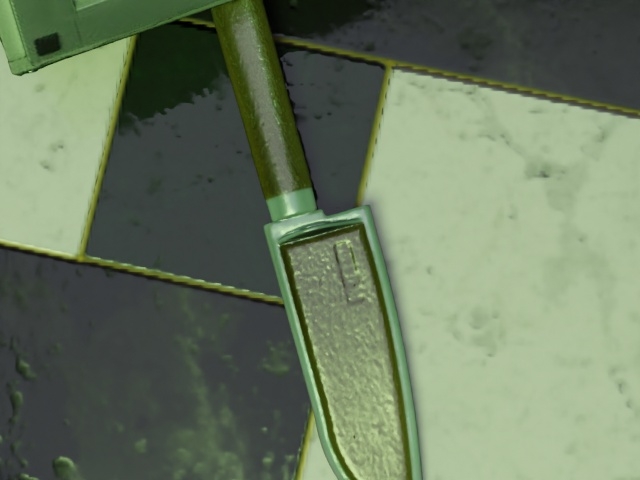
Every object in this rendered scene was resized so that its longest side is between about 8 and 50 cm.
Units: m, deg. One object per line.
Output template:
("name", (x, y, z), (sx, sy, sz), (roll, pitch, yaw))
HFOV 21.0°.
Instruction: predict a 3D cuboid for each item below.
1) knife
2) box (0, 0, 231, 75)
("knife", (0.001, 0.000, 0.956), (0.061, 0.027, 0.343), (-15, 86, 2))
("box", (-0.088, -0.224, 0.875), (0.225, 0.225, 0.117), (-22, 53, -10))
